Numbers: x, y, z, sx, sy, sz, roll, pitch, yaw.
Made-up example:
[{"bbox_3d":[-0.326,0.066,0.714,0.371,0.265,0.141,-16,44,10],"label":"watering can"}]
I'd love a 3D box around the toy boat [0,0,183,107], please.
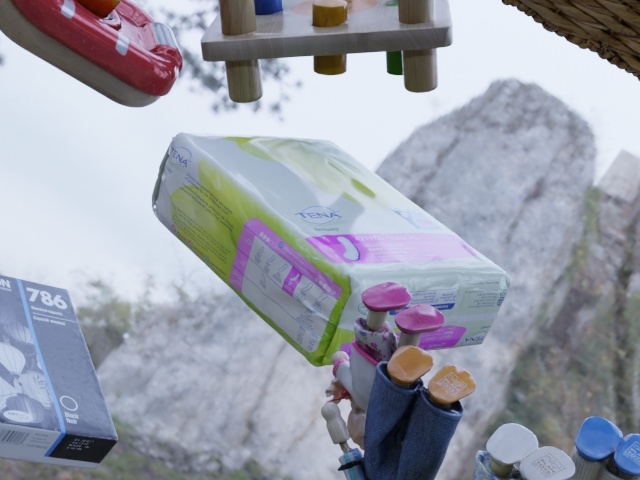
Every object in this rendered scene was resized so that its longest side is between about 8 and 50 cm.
[{"bbox_3d":[-0.212,-0.242,1.037,0.231,0.151,0.151,30,22,-36],"label":"toy boat"}]

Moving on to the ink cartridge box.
[{"bbox_3d":[-0.376,0.132,1.375,0.165,0.065,0.332,17,30,-42],"label":"ink cartridge box"}]

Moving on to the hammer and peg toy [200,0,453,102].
[{"bbox_3d":[0.010,-0.263,1.240,0.361,0.266,0.127,-83,169,-65],"label":"hammer and peg toy"}]

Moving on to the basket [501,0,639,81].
[{"bbox_3d":[0.293,-0.271,0.862,0.299,0.213,0.223,31,-33,7],"label":"basket"}]

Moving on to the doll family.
[{"bbox_3d":[0.074,0.158,0.697,0.263,0.118,0.163,33,-48,30],"label":"doll family"}]

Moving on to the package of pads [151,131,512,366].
[{"bbox_3d":[0.000,0.000,1.059,0.229,0.101,0.296,-1,31,-43],"label":"package of pads"}]
